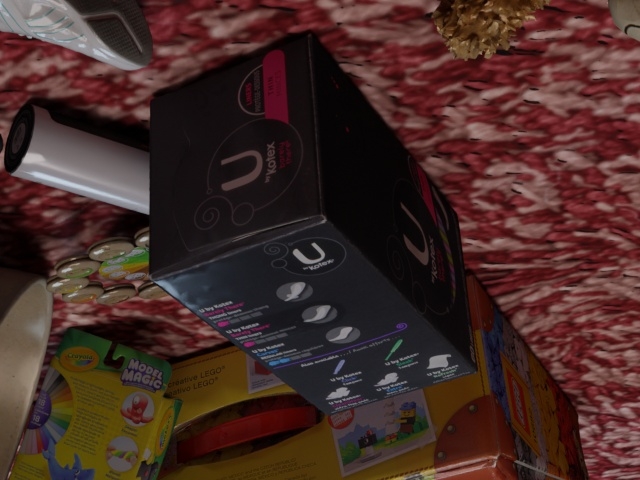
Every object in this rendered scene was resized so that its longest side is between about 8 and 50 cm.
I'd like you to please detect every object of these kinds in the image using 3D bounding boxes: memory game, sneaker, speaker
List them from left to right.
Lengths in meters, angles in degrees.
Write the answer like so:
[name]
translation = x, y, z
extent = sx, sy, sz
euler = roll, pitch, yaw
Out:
[sneaker]
translation = -0.177, -0.154, 0.866
extent = 0.152, 0.054, 0.061
euler = 29, 143, -33
[speaker]
translation = -0.165, -0.057, 1.006
extent = 0.136, 0.055, 0.055
euler = 17, 141, -30
[memory game]
translation = -0.138, 0.021, 1.120
extent = 0.186, 0.012, 0.186
euler = -14, 164, -4

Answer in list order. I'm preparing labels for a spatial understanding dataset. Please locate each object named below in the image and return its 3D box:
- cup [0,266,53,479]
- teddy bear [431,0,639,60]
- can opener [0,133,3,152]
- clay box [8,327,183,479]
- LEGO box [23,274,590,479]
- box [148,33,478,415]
[cup]
translation = -0.391, 0.148, 1.097
extent = 0.237, 0.331, 0.331
euler = 19, 145, 0
[teddy bear]
translation = 0.122, -0.190, 0.793
extent = 0.338, 0.113, 0.245
euler = 21, 141, -34
[can opener]
translation = -0.278, -0.111, 0.907
extent = 0.059, 0.073, 0.186
euler = -7, 139, 17
[clay box]
translation = -0.216, 0.205, 1.247
extent = 0.127, 0.222, 0.053
euler = 17, 173, 21
[LEGO box]
translation = -0.001, 0.262, 1.396
extent = 0.500, 0.193, 0.372
euler = -18, 145, 18
[box]
translation = 0.000, 0.000, 1.016
extent = 0.143, 0.165, 0.270
euler = -19, 145, 21
